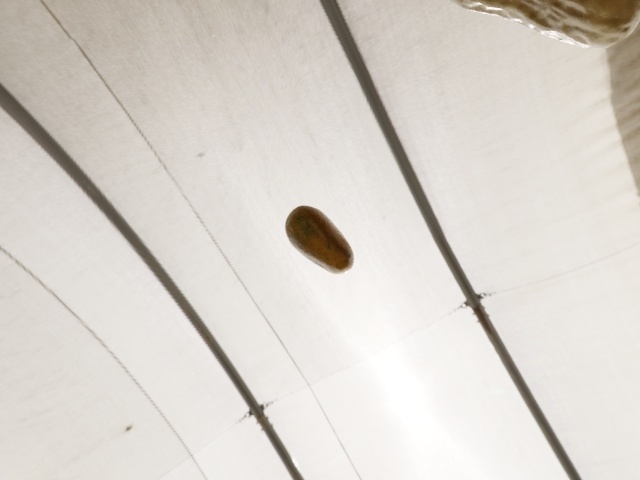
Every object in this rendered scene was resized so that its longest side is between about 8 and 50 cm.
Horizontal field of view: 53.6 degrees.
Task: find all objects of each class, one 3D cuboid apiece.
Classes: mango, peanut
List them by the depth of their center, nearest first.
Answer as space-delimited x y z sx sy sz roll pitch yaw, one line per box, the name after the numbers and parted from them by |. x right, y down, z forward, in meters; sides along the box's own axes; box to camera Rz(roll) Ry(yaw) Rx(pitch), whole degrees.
0.000 0.000 0.768 0.057 0.114 0.079 -47 -42 -2 | mango
0.264 -0.340 0.786 0.291 0.159 0.143 27 -43 21 | peanut
